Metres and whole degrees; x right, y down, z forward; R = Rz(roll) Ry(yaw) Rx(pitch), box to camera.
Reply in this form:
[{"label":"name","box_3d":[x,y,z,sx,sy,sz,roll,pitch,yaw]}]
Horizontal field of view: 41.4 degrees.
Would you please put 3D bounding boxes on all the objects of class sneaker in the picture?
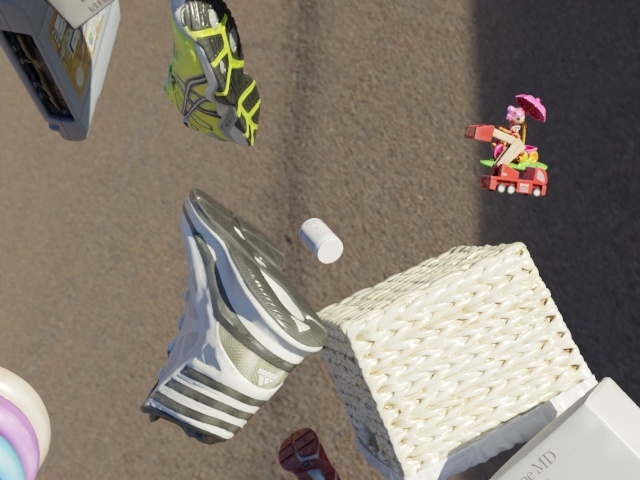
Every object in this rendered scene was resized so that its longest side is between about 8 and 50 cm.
[{"label":"sneaker","box_3d":[-0.001,0.432,1.510,0.087,0.128,0.221,-33,20,-3]},{"label":"sneaker","box_3d":[-0.169,0.102,1.150,0.257,0.169,0.447,-51,28,8]},{"label":"sneaker","box_3d":[-0.207,-0.280,1.446,0.147,0.385,0.145,4,63,9]}]

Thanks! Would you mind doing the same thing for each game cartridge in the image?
[{"label":"game cartridge","box_3d":[-0.281,-0.258,0.918,0.062,0.297,0.198,13,72,2]}]

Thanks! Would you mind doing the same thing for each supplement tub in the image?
[{"label":"supplement tub","box_3d":[0.000,0.000,2.022,0.071,0.071,0.107,-47,42,5]}]

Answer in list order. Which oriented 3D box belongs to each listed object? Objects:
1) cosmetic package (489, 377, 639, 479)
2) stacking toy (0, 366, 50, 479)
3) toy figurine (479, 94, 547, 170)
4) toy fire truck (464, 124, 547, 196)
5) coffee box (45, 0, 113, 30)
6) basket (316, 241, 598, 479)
[{"label":"cosmetic package","box_3d":[0.403,0.386,1.039,0.385,0.156,0.217,46,113,16]},{"label":"stacking toy","box_3d":[-0.292,0.222,0.602,0.141,0.141,0.330,-42,20,10]},{"label":"toy figurine","box_3d":[0.436,-0.244,1.880,0.130,0.173,0.159,27,116,51]},{"label":"toy fire truck","box_3d":[0.388,-0.166,1.759,0.047,0.192,0.135,-156,72,-69]},{"label":"coffee box","box_3d":[-0.114,-0.305,0.557,0.297,0.168,0.119,-36,63,2]},{"label":"basket","box_3d":[0.190,0.180,1.325,0.331,0.267,0.328,-23,2,-10]}]
